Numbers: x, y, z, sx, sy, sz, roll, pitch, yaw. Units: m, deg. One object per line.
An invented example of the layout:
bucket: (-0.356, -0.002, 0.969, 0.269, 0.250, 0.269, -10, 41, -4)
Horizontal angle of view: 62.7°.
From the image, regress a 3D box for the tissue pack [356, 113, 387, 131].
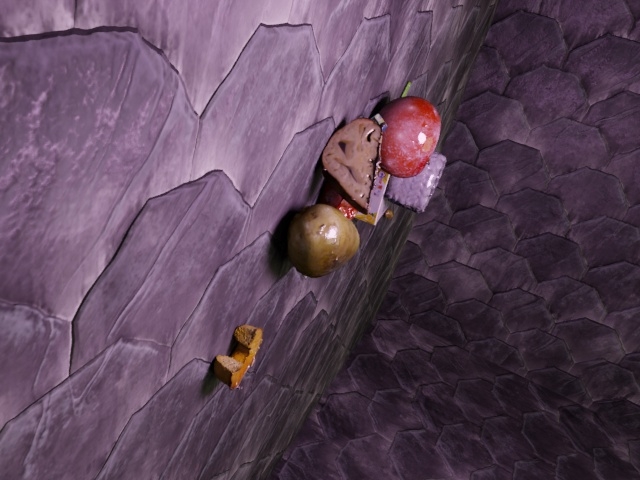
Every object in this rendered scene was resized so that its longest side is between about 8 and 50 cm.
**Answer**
tissue pack: (0.133, -0.334, 1.583, 0.085, 0.079, 0.111, -31, -170, 41)

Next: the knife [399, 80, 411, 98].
knife: (0.290, -0.498, 1.963, 0.211, 0.015, 0.054, -64, 166, -4)

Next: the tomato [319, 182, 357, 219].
tomato: (0.070, -0.148, 1.617, 0.228, 0.101, 0.227, -48, 159, -25)

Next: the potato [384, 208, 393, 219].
potato: (0.348, -0.136, 2.684, 0.045, 0.046, 0.092, -32, 159, 13)

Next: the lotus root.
lotus root: (0.088, -0.213, 1.436, 0.074, 0.170, 0.260, 87, 21, -73)

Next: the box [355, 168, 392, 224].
box: (0.224, -0.213, 2.028, 0.168, 0.097, 0.265, -49, 158, -46)

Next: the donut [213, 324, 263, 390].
donut: (-0.219, 0.310, 1.404, 0.146, 0.078, 0.181, 94, 19, -56)

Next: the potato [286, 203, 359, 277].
potato: (0.000, 0.000, 1.443, 0.210, 0.173, 0.307, -33, 164, 1)

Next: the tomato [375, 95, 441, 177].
tomato: (0.268, -0.344, 1.726, 0.270, 0.227, 0.270, -162, -90, -86)

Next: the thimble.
thimble: (0.359, -0.232, 1.968, 0.245, 0.157, 0.217, -63, 164, -10)
